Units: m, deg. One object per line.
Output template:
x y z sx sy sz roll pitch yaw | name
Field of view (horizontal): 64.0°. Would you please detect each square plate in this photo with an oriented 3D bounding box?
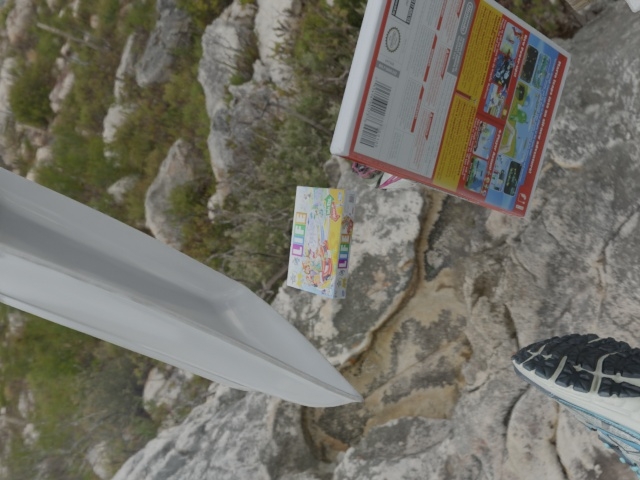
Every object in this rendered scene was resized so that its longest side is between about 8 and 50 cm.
-0.174 0.032 0.469 0.049 0.344 0.347 -61 26 -2 | square plate

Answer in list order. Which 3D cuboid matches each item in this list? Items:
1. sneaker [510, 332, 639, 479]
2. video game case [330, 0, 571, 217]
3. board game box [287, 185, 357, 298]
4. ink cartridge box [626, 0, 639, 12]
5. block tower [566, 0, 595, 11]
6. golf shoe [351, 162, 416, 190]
0.307 0.182 0.489 0.283 0.110 0.122 17 120 56 | sneaker
0.153 -0.151 0.544 0.025 0.285 0.203 18 94 57 | video game case
0.000 0.000 0.752 0.104 0.026 0.154 10 96 47 | board game box
0.546 -0.533 0.810 0.168 0.232 0.171 -51 17 -25 | ink cartridge box
0.446 -0.540 0.944 0.091 0.336 0.097 -27 68 42 | block tower
0.139 -0.123 0.801 0.186 0.086 0.067 -8 55 52 | golf shoe
